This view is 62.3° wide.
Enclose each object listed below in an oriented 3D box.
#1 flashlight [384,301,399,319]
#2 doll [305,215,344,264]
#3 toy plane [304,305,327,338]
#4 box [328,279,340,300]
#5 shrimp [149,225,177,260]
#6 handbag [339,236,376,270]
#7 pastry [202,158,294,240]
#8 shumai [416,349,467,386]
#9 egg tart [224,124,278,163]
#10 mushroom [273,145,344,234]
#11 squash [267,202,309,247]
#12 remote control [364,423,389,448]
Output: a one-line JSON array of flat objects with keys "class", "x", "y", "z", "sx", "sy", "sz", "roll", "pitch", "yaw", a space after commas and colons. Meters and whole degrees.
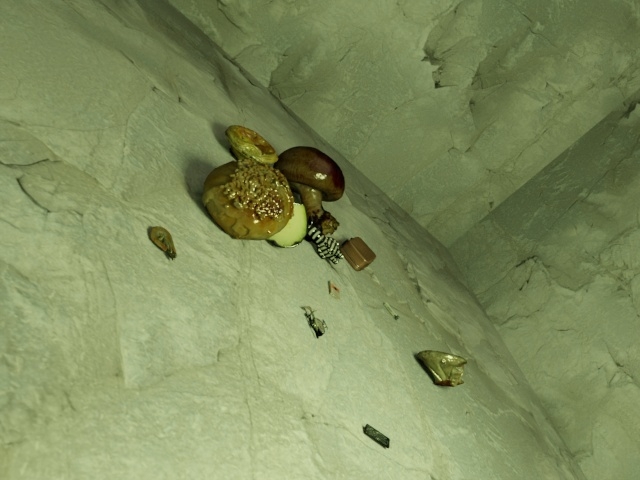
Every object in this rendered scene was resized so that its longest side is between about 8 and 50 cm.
[{"class": "flashlight", "x": 0.299, "y": 0.296, "z": 2.219, "sx": 0.083, "sy": 0.018, "sz": 0.018, "roll": 51, "pitch": 19, "yaw": 13}, {"class": "doll", "x": 0.000, "y": 0.000, "z": 2.058, "sx": 0.219, "sy": 0.091, "sz": 0.067, "roll": 46, "pitch": -5, "yaw": -2}, {"class": "toy plane", "x": -0.015, "y": 0.247, "z": 1.602, "sx": 0.049, "sy": 0.031, "sz": 0.120, "roll": 16, "pitch": 37, "yaw": -43}, {"class": "box", "x": 0.050, "y": 0.180, "z": 1.912, "sx": 0.046, "sy": 0.012, "sz": 0.083, "roll": 40, "pitch": 20, "yaw": -21}, {"class": "shrimp", "x": -0.383, "y": 0.006, "z": 1.287, "sx": 0.059, "sy": 0.023, "sz": 0.108, "roll": 12, "pitch": 39, "yaw": -46}, {"class": "handbag", "x": 0.163, "y": 0.054, "z": 2.339, "sx": 0.151, "sy": 0.072, "sz": 0.193, "roll": 49, "pitch": 20, "yaw": 5}, {"class": "pastry", "x": -0.211, "y": -0.141, "z": 1.658, "sx": 0.284, "sy": 0.184, "sz": 0.316, "roll": 53, "pitch": 31, "yaw": 13}, {"class": "shumai", "x": 0.466, "y": 0.498, "z": 2.043, "sx": 0.201, "sy": 0.201, "sz": 0.120, "roll": 30, "pitch": 66, "yaw": -43}, {"class": "egg tart", "x": -0.284, "y": -0.369, "z": 2.127, "sx": 0.241, "sy": 0.106, "sz": 0.241, "roll": 30, "pitch": 24, "yaw": -15}, {"class": "mushroom", "x": -0.045, "y": -0.218, "z": 2.257, "sx": 0.334, "sy": 0.356, "sz": 0.331, "roll": 13, "pitch": 13, "yaw": 18}, {"class": "squash", "x": -0.142, "y": -0.041, "z": 1.847, "sx": 0.192, "sy": 0.085, "sz": 0.184, "roll": 5, "pitch": 62, "yaw": -19}, {"class": "remote control", "x": 0.150, "y": 0.525, "z": 1.416, "sx": 0.091, "sy": 0.016, "sz": 0.034, "roll": 40, "pitch": 35, "yaw": -20}]
